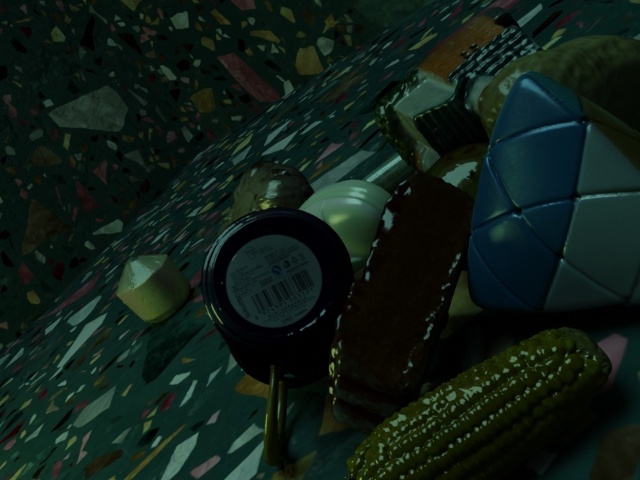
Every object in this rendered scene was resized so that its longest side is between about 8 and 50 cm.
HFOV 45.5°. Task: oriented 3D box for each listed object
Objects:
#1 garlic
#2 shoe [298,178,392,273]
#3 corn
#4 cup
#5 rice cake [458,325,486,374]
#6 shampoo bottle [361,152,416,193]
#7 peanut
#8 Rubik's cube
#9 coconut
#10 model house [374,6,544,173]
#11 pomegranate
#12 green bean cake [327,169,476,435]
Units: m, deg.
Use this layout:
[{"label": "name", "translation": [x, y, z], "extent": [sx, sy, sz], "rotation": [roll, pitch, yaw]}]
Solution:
[{"label": "garlic", "translation": [-0.091, -0.031, 1.485], "extent": [0.245, 0.160, 0.245], "rotation": [-35, 43, 40]}, {"label": "shoe", "translation": [-0.023, 0.047, 1.137], "extent": [0.363, 0.132, 0.160], "rotation": [-41, 14, 50]}, {"label": "corn", "translation": [0.128, 0.164, 0.652], "extent": [0.262, 0.097, 0.097], "rotation": [-35, 18, 8]}, {"label": "cup", "translation": [-0.028, 0.111, 0.902], "extent": [0.178, 0.255, 0.256], "rotation": [-22, -16, -5]}, {"label": "rice cake", "translation": [0.158, 0.131, 0.795], "extent": [0.022, 0.021, 0.121], "rotation": [-35, 15, 30]}, {"label": "shampoo bottle", "translation": [0.118, -0.113, 1.422], "extent": [0.195, 0.056, 0.056], "rotation": [-35, 18, 10]}, {"label": "peanut", "translation": [0.301, -0.167, 0.911], "extent": [0.291, 0.143, 0.159], "rotation": [-18, 13, -35]}, {"label": "Rubik's cube", "translation": [0.255, 0.007, 0.736], "extent": [0.254, 0.254, 0.254], "rotation": [-35, 18, 13]}, {"label": "coconut", "translation": [-0.390, 0.101, 1.765], "extent": [0.147, 0.152, 0.147], "rotation": [-34, 20, 15]}, {"label": "model house", "translation": [0.248, -0.187, 1.135], "extent": [0.271, 0.190, 0.301], "rotation": [-38, 20, 6]}, {"label": "pomegranate", "translation": [0.197, -0.026, 0.913], "extent": [0.159, 0.159, 0.205], "rotation": [-34, 47, 16]}, {"label": "green bean cake", "translation": [0.083, 0.074, 0.803], "extent": [0.198, 0.097, 0.232], "rotation": [95, -161, -46]}]
